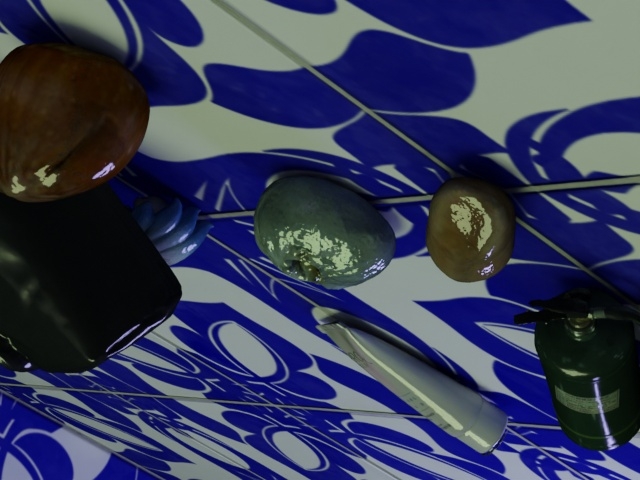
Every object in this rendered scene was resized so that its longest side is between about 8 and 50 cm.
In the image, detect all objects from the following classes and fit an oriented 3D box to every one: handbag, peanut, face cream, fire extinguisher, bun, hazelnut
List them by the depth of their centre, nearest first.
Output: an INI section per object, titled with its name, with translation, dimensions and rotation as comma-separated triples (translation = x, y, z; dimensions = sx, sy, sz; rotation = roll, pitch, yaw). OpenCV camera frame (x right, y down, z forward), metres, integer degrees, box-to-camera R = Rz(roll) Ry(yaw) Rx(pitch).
[peanut]
translation = 0.125, -0.012, 1.469
dimensions = 0.076, 0.076, 0.152
rotation = 21, 165, 9
[hazelnut]
translation = -0.229, -0.098, 1.552
dimensions = 0.150, 0.150, 0.150
rotation = 22, 162, 7
[fire extinguisher]
translation = 0.247, 0.105, 1.624
dimensions = 0.118, 0.093, 0.294
rotation = -7, 154, 10
[bun]
translation = 0.000, 0.000, 1.642
dimensions = 0.141, 0.083, 0.141
rotation = 19, 163, 6
[handbag]
translation = -0.314, 0.005, 1.788
dimensions = 0.302, 0.178, 0.275
rotation = 52, 152, -8
[face cream]
translation = 0.106, 0.160, 2.025
dimensions = 0.244, 0.058, 0.092
rotation = 34, 166, -10

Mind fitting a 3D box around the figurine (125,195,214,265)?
[figurine]
translation = -0.164, -0.013, 1.854
dimensions = 0.114, 0.079, 0.114
rotation = -11, 152, -6
